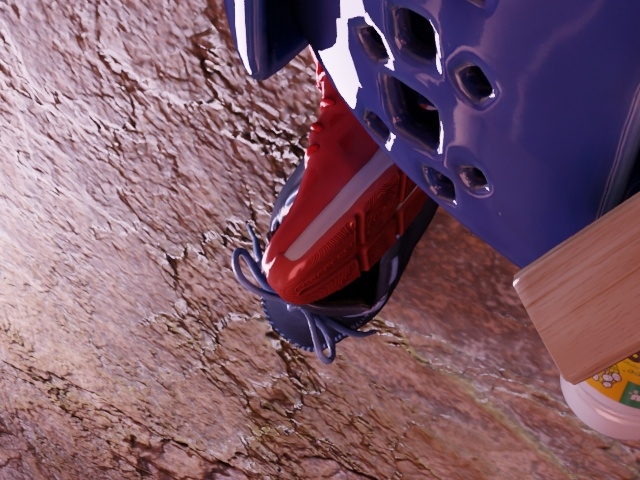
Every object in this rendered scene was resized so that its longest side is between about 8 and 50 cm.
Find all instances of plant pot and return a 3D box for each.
[{"bbox_3d":[0.089,-0.160,0.444,0.212,0.236,0.236,31,148,19],"label":"plant pot"}]

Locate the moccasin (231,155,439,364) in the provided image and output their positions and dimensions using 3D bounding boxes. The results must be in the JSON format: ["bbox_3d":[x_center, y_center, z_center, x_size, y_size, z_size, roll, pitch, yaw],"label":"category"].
[{"bbox_3d":[0.000,0.000,0.814,0.137,0.117,0.342,30,146,8],"label":"moccasin"}]

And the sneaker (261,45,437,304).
[{"bbox_3d":[0.012,-0.073,0.634,0.128,0.221,0.087,35,157,18],"label":"sneaker"}]

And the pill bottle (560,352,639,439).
[{"bbox_3d":[0.213,0.038,0.679,0.117,0.117,0.208,24,145,16],"label":"pill bottle"}]

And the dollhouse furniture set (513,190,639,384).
[{"bbox_3d":[0.201,0.080,0.359,0.212,0.161,0.242,-40,70,42],"label":"dollhouse furniture set"}]
